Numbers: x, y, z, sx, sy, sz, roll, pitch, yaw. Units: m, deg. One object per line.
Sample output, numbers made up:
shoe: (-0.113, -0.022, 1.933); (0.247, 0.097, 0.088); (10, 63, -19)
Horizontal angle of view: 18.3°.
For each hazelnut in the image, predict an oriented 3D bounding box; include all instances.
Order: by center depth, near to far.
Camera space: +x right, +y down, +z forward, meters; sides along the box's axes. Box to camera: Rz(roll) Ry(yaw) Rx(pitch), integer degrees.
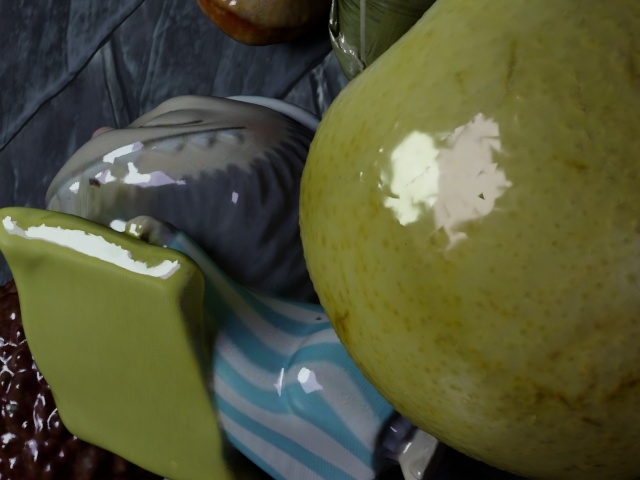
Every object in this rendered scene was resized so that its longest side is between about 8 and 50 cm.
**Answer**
hazelnut: (-0.054, -0.244, 1.725); (0.150, 0.150, 0.150); (-21, 61, 45)

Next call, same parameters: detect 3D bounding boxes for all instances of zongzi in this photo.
zongzi: (0.025, -0.232, 1.600); (0.204, 0.094, 0.205); (35, 119, 23)

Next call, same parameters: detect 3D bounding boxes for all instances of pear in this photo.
pear: (0.156, -0.020, 1.228); (0.348, 0.348, 0.348); (-21, 61, 45)

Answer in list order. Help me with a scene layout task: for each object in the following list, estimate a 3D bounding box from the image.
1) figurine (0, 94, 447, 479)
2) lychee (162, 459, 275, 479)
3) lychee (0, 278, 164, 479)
figurine: (0.000, 0.000, 1.478); (0.361, 0.378, 0.266); (29, 145, 15)
lychee: (-0.051, 0.223, 1.526); (0.197, 0.165, 0.165); (-46, 45, 39)
lychee: (-0.203, 0.140, 1.667); (0.264, 0.264, 0.300); (6, 78, 51)
